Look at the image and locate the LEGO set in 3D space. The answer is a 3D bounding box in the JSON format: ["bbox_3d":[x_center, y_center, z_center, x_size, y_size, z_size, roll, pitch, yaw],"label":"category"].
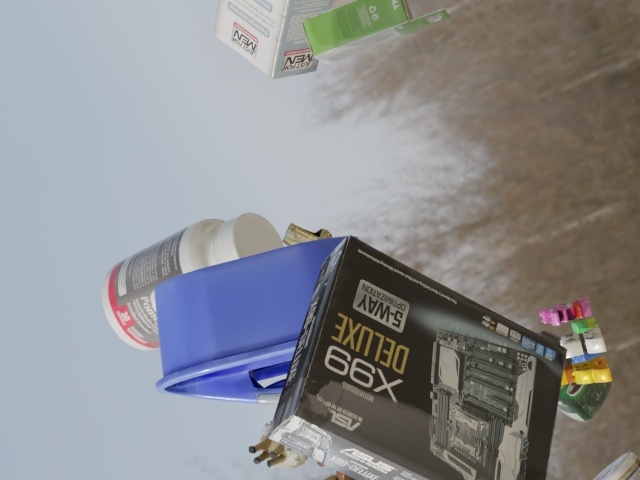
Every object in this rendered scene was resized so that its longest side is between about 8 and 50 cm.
[{"bbox_3d":[0.335,0.152,1.702,0.227,0.093,0.087,-57,-48,-78],"label":"LEGO set"}]

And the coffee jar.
[{"bbox_3d":[0.382,0.213,1.984,0.079,0.096,0.184,27,173,43],"label":"coffee jar"}]

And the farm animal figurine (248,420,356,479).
[{"bbox_3d":[0.057,0.464,2.190,0.172,0.326,0.330,-23,-77,-45],"label":"farm animal figurine"}]

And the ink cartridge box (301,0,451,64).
[{"bbox_3d":[0.086,-0.336,1.911,0.109,0.209,0.062,-7,-102,-78],"label":"ink cartridge box"}]

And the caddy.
[{"bbox_3d":[-0.053,0.120,1.625,0.241,0.341,0.179,41,-144,-75],"label":"caddy"}]

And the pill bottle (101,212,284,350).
[{"bbox_3d":[-0.216,0.066,2.184,0.176,0.318,0.176,29,-132,-39],"label":"pill bottle"}]

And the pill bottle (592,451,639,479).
[{"bbox_3d":[0.455,0.386,1.747,0.169,0.094,0.094,49,-167,10],"label":"pill bottle"}]

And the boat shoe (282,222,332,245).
[{"bbox_3d":[0.000,0.000,2.284,0.135,0.045,0.050,13,-172,-21],"label":"boat shoe"}]

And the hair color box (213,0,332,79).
[{"bbox_3d":[-0.067,-0.498,2.238,0.113,0.374,0.185,-16,-136,-39],"label":"hair color box"}]

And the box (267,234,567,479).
[{"bbox_3d":[0.116,0.169,1.411,0.307,0.076,0.242,28,-127,-13],"label":"box"}]
